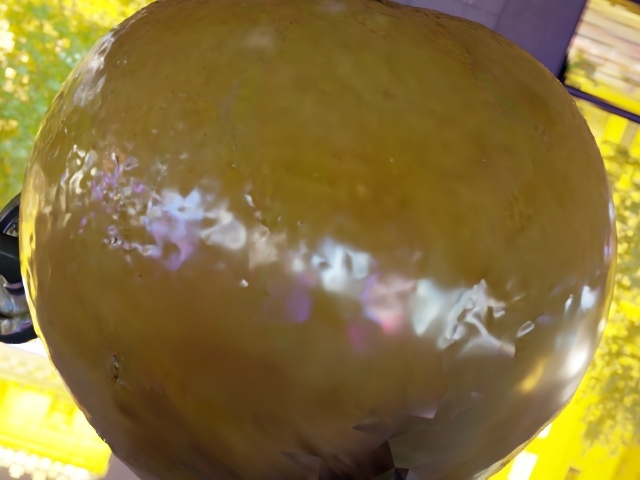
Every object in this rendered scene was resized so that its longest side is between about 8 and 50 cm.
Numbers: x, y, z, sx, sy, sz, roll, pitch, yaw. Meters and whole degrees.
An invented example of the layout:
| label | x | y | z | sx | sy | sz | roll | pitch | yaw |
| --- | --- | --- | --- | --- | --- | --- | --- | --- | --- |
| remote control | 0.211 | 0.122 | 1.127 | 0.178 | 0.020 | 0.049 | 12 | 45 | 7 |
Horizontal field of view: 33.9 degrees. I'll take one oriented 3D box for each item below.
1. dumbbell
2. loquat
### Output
| label | x | y | z | sx | sy | sz | roll | pitch | yaw |
| --- | --- | --- | --- | --- | --- | --- | --- | --- | --- |
| dumbbell | -0.362 | 0.003 | 1.117 | 0.192 | 0.192 | 0.290 | 28 | -179 | 41 |
| loquat | 0.000 | 0.000 | 0.472 | 0.263 | 0.263 | 0.263 | 21 | -172 | -3 |
